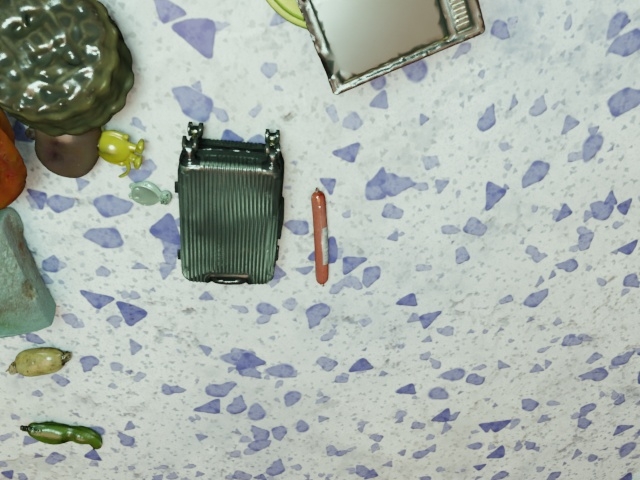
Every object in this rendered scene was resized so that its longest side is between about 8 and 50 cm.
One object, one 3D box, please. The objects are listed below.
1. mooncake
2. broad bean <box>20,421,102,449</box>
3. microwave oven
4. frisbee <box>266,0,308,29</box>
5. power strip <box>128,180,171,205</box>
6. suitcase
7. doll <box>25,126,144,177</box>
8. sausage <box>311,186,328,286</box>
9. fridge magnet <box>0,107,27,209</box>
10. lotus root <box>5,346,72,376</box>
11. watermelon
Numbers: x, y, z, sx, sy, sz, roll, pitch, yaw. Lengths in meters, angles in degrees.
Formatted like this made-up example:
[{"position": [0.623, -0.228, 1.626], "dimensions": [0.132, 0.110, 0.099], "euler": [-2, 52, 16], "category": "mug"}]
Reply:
[{"position": [-0.412, -0.279, 0.767], "dimensions": [0.228, 0.124, 0.229], "euler": [0, 90, -2], "category": "mooncake"}, {"position": [-0.683, 0.516, 1.334], "dimensions": [0.213, 0.048, 0.070], "euler": [27, 115, -24], "category": "broad bean"}, {"position": [0.092, -0.358, 0.756], "dimensions": [0.247, 0.188, 0.178], "euler": [-20, 117, 11], "category": "microwave oven"}, {"position": [0.003, -0.459, 0.799], "dimensions": [0.235, 0.017, 0.236], "euler": [-2, 123, -4], "category": "frisbee"}, {"position": [-0.338, -0.088, 0.992], "dimensions": [0.083, 0.035, 0.055], "euler": [11, 121, -10], "category": "power strip"}, {"position": [-0.171, -0.062, 0.969], "dimensions": [0.202, 0.128, 0.313], "euler": [3, 122, -8], "category": "suitcase"}, {"position": [-0.421, -0.168, 0.903], "dimensions": [0.188, 0.096, 0.145], "euler": [29, 121, -33], "category": "doll"}, {"position": [0.000, 0.000, 1.083], "dimensions": [0.034, 0.034, 0.254], "euler": [-4, 122, -3], "category": "sausage"}, {"position": [-0.645, -0.171, 0.776], "dimensions": [0.363, 0.155, 0.364], "euler": [7, 148, 4], "category": "fridge magnet"}, {"position": [-0.668, 0.288, 1.183], "dimensions": [0.151, 0.063, 0.072], "euler": [-13, 133, -2], "category": "lotus root"}, {"position": [-0.657, 0.053, 0.956], "dimensions": [0.228, 0.387, 0.259], "euler": [13, 80, 13], "category": "watermelon"}]
